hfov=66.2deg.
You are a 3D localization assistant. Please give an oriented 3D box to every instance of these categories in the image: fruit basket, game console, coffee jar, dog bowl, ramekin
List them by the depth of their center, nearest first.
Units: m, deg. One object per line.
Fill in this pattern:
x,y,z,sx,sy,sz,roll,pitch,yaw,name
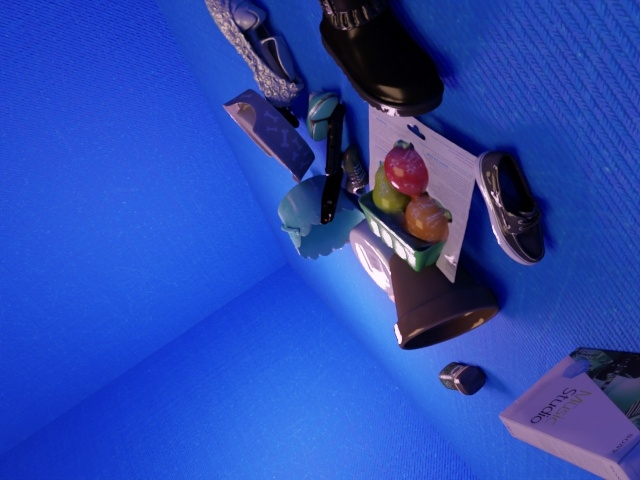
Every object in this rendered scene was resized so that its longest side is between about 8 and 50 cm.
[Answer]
0.218,-0.119,1.106,0.327,0.165,0.353,46,149,38,fruit basket
0.039,-0.232,1.428,0.361,0.044,0.213,93,-173,-47,game console
0.210,0.036,1.485,0.277,0.135,0.277,53,168,17,ramekin
-0.156,-0.342,1.592,0.349,0.102,0.349,45,180,0,dog bowl
0.479,0.467,1.663,0.079,0.096,0.184,53,169,2,coffee jar

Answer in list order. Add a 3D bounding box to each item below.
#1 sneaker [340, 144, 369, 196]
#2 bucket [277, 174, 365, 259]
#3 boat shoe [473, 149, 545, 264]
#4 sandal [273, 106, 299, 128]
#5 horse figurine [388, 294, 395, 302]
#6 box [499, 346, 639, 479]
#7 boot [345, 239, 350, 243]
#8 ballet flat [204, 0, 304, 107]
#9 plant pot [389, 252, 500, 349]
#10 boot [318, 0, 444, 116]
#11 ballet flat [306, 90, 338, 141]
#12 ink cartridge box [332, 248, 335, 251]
0.111,-0.199,1.453,0.086,0.064,0.192,36,157,18,sneaker
-0.004,-0.082,1.717,0.183,0.281,0.281,57,169,25,bucket
0.348,-0.056,0.864,0.228,0.080,0.076,66,168,-9,boat shoe
-0.136,-0.455,1.718,0.179,0.067,0.040,53,157,23,sandal
0.260,0.149,1.757,0.263,0.066,0.174,52,162,29,horse figurine
0.481,0.281,0.841,0.058,0.232,0.322,55,167,0,box
0.024,-0.112,1.933,0.262,0.095,0.203,47,164,46,boot
-0.177,-0.590,1.441,0.409,0.147,0.147,56,168,-14,ballet flat
0.284,0.127,1.255,0.263,0.263,0.229,81,170,-63,plant pot
0.084,-0.395,0.845,0.348,0.131,0.260,50,167,27,boot
-0.006,-0.372,1.397,0.247,0.083,0.087,112,138,-73,ballet flat
0.000,0.000,1.931,0.104,0.062,0.181,62,159,-15,ink cartridge box
